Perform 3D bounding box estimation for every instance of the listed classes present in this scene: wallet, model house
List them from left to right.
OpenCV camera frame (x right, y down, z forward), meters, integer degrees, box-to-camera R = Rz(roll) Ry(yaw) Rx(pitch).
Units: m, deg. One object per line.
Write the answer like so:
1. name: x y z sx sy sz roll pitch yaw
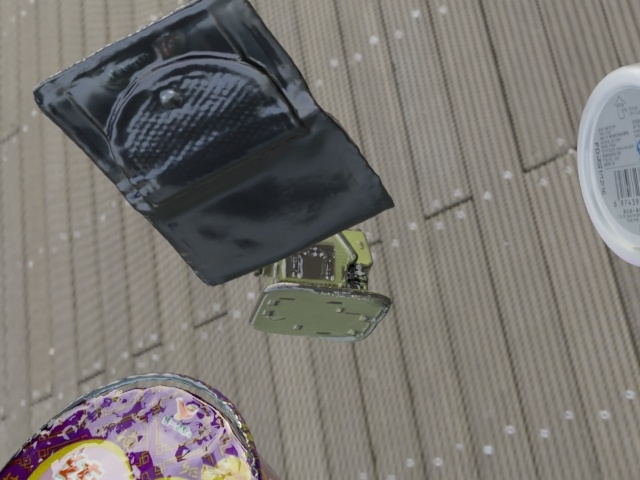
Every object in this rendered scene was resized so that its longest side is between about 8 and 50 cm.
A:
1. wallet: -0.099 -0.090 1.009 0.247 0.323 0.041 -23 42 18
2. model house: 0.000 0.000 1.593 0.218 0.204 0.279 123 152 -64

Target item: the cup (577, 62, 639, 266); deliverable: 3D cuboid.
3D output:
1. cup: 0.477 -0.099 1.016 0.253 0.371 0.254 172 90 -72

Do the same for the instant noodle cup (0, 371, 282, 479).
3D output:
1. instant noodle cup: -0.124 0.326 0.859 0.339 0.266 0.340 -21 43 21
